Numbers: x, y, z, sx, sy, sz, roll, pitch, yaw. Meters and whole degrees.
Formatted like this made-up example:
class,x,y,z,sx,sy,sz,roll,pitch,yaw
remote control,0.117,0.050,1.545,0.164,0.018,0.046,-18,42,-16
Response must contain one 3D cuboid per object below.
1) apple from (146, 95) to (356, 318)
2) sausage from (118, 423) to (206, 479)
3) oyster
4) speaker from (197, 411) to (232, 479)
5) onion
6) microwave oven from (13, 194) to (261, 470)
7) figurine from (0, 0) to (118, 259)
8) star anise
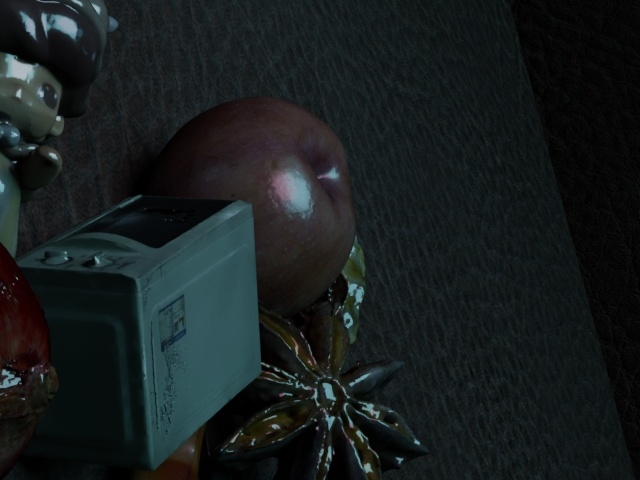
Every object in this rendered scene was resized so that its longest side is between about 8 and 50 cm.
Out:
class,x,y,z,sx,sy,sz,roll,pitch,yaw
apple,-0.081,-0.039,2.137,0.306,0.235,0.306,48,29,-38
sausage,-0.179,0.283,1.806,0.300,0.089,0.083,-85,171,-51
oyster,0.005,0.003,2.483,0.204,0.111,0.396,64,15,-54
speaker,-0.144,0.227,1.993,0.046,0.040,0.191,29,43,-51
onion,-0.349,0.111,1.408,0.276,0.276,0.276,47,29,-37
microwave oven,-0.202,0.089,1.768,0.295,0.181,0.238,-39,130,-64
figurine,-0.347,-0.137,1.741,0.248,0.203,0.381,18,65,-30
star anise,-0.014,0.212,2.008,0.331,0.117,0.332,15,56,-24
